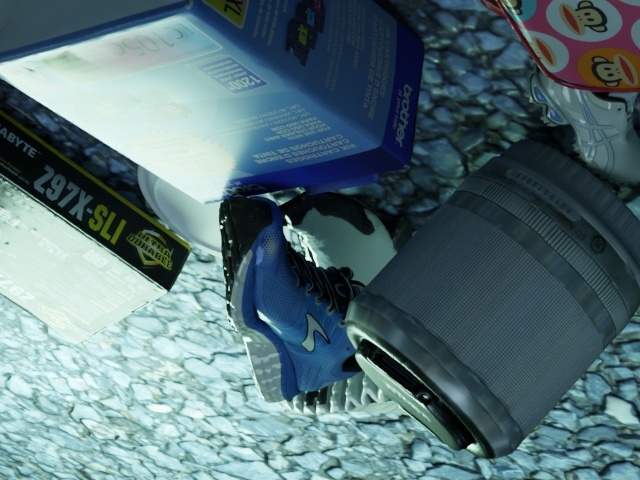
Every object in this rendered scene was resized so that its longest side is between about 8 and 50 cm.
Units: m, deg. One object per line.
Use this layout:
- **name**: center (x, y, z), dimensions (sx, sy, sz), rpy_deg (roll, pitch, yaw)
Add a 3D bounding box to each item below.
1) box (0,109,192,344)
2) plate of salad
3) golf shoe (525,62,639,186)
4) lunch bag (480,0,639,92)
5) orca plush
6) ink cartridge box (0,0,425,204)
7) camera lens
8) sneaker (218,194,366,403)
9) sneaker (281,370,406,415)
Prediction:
- **box**: center (-0.353, -0.016, 2.145), dimensions (0.322, 0.079, 0.257), rpy_deg (36, 147, -18)
- **plate of salad**: center (-0.118, -0.046, 2.031), dimensions (0.199, 0.048, 0.200), rpy_deg (21, 146, 15)
- **golf shoe**: center (0.278, -0.117, 1.695), dimensions (0.086, 0.069, 0.176), rpy_deg (-22, 132, 39)
- **lunch bag**: center (0.229, -0.242, 1.466), dimensions (0.258, 0.120, 0.293), rpy_deg (-2, 144, 32)
- **orca plush**: center (0.000, 0.000, 1.984), dimensions (0.287, 0.151, 0.102), rpy_deg (20, -161, -51)
- **ink cartridge box**: center (-0.085, -0.164, 1.682), dimensions (0.270, 0.151, 0.395), rpy_deg (-9, 154, 37)
- **camera lens**: center (0.178, 0.063, 1.767), dimensions (0.219, 0.274, 0.219), rpy_deg (42, 171, 9)
- **sneaker**: center (-0.020, 0.052, 1.855), dimensions (0.147, 0.130, 0.330), rpy_deg (-11, 148, 5)
- **sneaker**: center (0.073, 0.183, 2.246), dimensions (0.292, 0.110, 0.118), rpy_deg (-8, 149, 37)
